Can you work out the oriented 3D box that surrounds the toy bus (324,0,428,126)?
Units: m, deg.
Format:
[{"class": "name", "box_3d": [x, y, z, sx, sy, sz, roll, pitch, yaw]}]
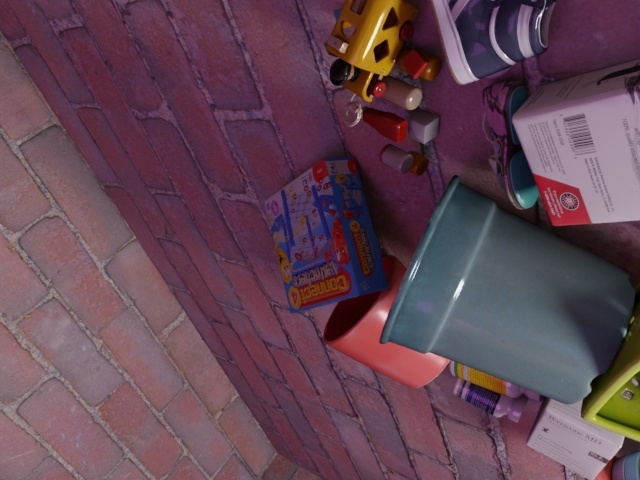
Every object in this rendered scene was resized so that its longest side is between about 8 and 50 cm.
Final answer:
[{"class": "toy bus", "box_3d": [0.062, -0.313, 0.835, 0.191, 0.104, 0.202, -14, 81, 45]}]

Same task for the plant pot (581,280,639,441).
[{"class": "plant pot", "box_3d": [0.571, 0.188, 0.811, 0.227, 0.207, 0.228, 18, 142, 14]}]

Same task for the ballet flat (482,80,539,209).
[{"class": "ballet flat", "box_3d": [0.312, -0.158, 0.858, 0.079, 0.077, 0.221, 28, 144, 55]}]

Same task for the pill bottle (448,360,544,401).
[{"class": "pill bottle", "box_3d": [0.420, 0.296, 1.206, 0.209, 0.117, 0.117, 14, 137, 36]}]

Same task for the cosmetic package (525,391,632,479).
[{"class": "cosmetic package", "box_3d": [0.564, 0.387, 1.122, 0.151, 0.151, 0.183, 24, 142, 26]}]

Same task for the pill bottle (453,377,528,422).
[{"class": "pill bottle", "box_3d": [0.436, 0.392, 1.319, 0.169, 0.094, 0.094, 24, 143, 27]}]

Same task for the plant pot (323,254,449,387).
[{"class": "plant pot", "box_3d": [0.182, 0.210, 1.259, 0.243, 0.275, 0.275, 38, 148, -9]}]

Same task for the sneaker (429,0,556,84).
[{"class": "sneaker", "box_3d": [0.221, -0.364, 0.689, 0.153, 0.099, 0.282, -5, 119, 40]}]

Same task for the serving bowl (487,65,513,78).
[{"class": "serving bowl", "box_3d": [0.259, -0.287, 0.797, 0.083, 0.027, 0.083, 28, 143, 23]}]

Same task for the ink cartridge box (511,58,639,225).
[{"class": "ink cartridge box", "box_3d": [0.437, -0.136, 0.698, 0.273, 0.114, 0.197, -3, 125, 49]}]

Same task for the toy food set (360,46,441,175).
[{"class": "toy food set", "box_3d": [0.139, -0.222, 0.931, 0.105, 0.111, 0.232, 36, 150, 33]}]

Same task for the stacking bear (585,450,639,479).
[{"class": "stacking bear", "box_3d": [0.748, 0.517, 1.074, 0.289, 0.164, 0.175, -33, 88, 46]}]

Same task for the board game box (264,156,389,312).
[{"class": "board game box", "box_3d": [0.000, 0.000, 1.217, 0.308, 0.086, 0.301, -26, 76, 55]}]

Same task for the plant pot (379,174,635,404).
[{"class": "plant pot", "box_3d": [0.327, 0.101, 0.922, 0.334, 0.341, 0.341, 24, 143, 13]}]
